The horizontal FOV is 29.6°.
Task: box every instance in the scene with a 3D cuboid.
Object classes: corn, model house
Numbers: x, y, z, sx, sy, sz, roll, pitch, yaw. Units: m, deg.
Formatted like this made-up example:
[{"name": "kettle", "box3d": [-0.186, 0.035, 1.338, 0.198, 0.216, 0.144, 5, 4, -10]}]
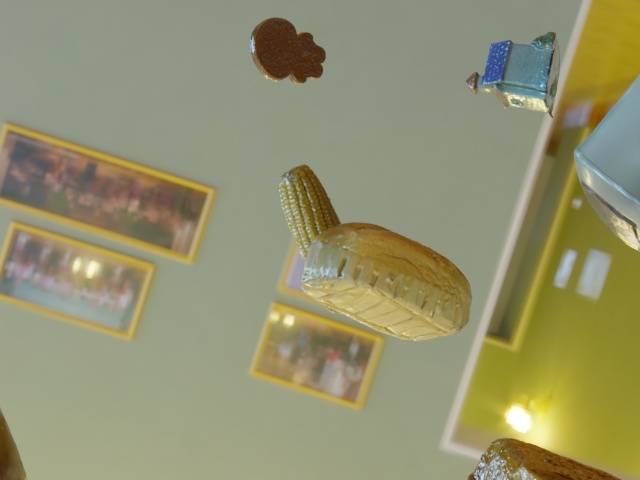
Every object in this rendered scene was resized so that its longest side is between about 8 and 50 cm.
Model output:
[{"name": "corn", "box3d": [0.000, 0.000, 1.759, 0.080, 0.231, 0.080, -23, -167, 6]}, {"name": "model house", "box3d": [0.321, -0.278, 2.025, 0.149, 0.119, 0.148, 7, 172, 15]}]

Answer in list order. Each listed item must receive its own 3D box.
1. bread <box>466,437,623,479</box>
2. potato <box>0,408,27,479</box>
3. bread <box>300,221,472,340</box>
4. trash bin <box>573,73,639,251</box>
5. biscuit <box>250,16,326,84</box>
[{"name": "bread", "box3d": [0.394, 0.430, 1.863, 0.344, 0.148, 0.195, 22, -173, -16]}, {"name": "potato", "box3d": [-0.414, 0.247, 1.098, 0.289, 0.237, 0.301, 0, -162, 32]}, {"name": "bread", "box3d": [0.091, 0.052, 1.608, 0.236, 0.106, 0.140, 26, 154, -34]}, {"name": "trash bin", "box3d": [0.571, -0.170, 1.745, 0.280, 0.432, 0.280, 32, -165, -10]}, {"name": "biscuit", "box3d": [-0.066, -0.366, 2.371, 0.175, 0.124, 0.026, 17, 171, -37]}]
